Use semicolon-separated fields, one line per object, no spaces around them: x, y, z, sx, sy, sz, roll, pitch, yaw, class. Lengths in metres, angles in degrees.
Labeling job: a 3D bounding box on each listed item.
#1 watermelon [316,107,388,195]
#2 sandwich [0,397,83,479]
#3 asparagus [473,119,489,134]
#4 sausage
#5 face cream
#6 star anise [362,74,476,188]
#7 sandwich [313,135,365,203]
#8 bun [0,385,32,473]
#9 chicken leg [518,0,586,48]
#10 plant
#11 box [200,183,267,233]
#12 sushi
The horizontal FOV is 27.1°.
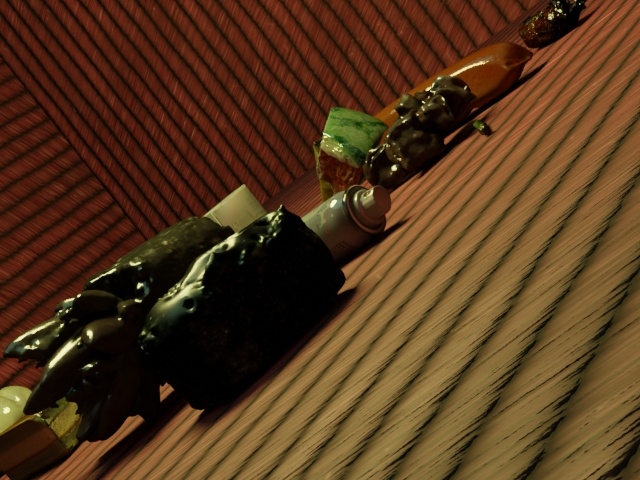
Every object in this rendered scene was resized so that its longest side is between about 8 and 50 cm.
0.042;-0.140;2.078;0.121;0.098;0.158;-60;-13;-27;watermelon
-0.415;0.293;1.873;0.163;0.079;0.113;-35;4;14;sandwich
0.219;-0.153;1.803;0.127;0.018;0.015;-72;0;-81;asparagus
0.194;-0.221;2.144;0.348;0.094;0.097;-33;7;36;sausage
0.000;0.000;1.643;0.229;0.075;0.075;-33;7;37;face cream
0.139;-0.166;1.980;0.214;0.099;0.220;-45;4;-10;star anise
0.012;-0.129;2.446;0.074;0.116;0.074;-33;7;39;sandwich
-0.569;0.322;2.300;0.183;0.102;0.183;-57;12;18;bun
0.400;-0.384;2.330;0.105;0.063;0.234;-34;3;-12;chicken leg
-0.212;0.109;1.578;0.320;0.182;0.194;-44;13;-35;plant
-0.152;-0.022;2.549;0.051;0.130;0.129;-34;6;40;box
-0.083;0.065;1.364;0.225;0.127;0.124;-43;7;-31;sushi
